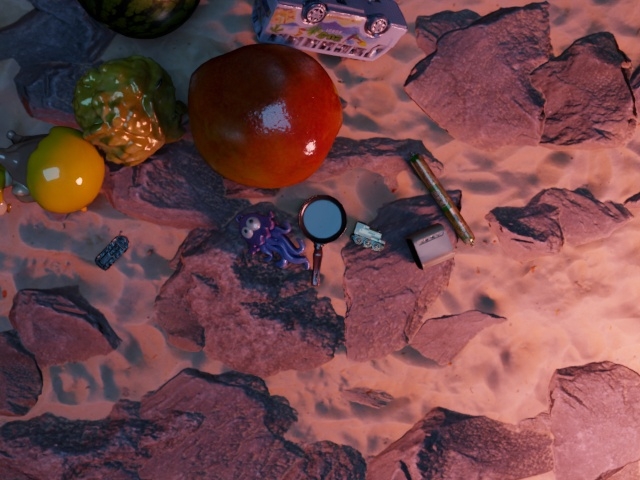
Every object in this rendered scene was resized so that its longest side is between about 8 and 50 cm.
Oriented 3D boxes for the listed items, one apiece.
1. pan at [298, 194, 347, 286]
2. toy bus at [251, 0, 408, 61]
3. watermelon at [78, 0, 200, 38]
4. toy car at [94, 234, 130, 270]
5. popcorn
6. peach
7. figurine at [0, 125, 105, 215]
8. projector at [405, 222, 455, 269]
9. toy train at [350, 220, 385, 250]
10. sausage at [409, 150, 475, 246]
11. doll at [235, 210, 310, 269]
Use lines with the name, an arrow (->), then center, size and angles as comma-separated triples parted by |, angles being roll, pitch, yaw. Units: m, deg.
pan -> 0.000, 0.001, 1.701 | 0.114, 0.040, 0.212 | 7, 87, -6
toy bus -> 0.020, -0.468, 1.576 | 0.329, 0.136, 0.109 | 1, 54, -31
watermelon -> -0.379, -0.562, 1.523 | 0.285, 0.285, 0.285 | 0, 93, -5
toy car -> -0.467, 0.026, 1.671 | 0.093, 0.025, 0.041 | -45, 97, 2
popcorn -> -0.388, -0.278, 1.568 | 0.266, 0.192, 0.233 | 7, 72, -48
peach -> -0.126, -0.264, 1.558 | 0.332, 0.308, 0.308 | 24, 91, -1
figurine -> -0.630, -0.137, 1.554 | 0.343, 0.215, 0.187 | -7, 120, -5
projector -> 0.251, 0.013, 1.701 | 0.082, 0.083, 0.083 | -23, 94, -3
toy train -> 0.111, -0.008, 1.714 | 0.083, 0.033, 0.053 | 19, 87, -6
sausage -> 0.284, -0.096, 1.724 | 0.032, 0.033, 0.269 | -35, 95, -2
doll -> -0.106, 0.000, 1.676 | 0.205, 0.067, 0.110 | 32, 100, 5
